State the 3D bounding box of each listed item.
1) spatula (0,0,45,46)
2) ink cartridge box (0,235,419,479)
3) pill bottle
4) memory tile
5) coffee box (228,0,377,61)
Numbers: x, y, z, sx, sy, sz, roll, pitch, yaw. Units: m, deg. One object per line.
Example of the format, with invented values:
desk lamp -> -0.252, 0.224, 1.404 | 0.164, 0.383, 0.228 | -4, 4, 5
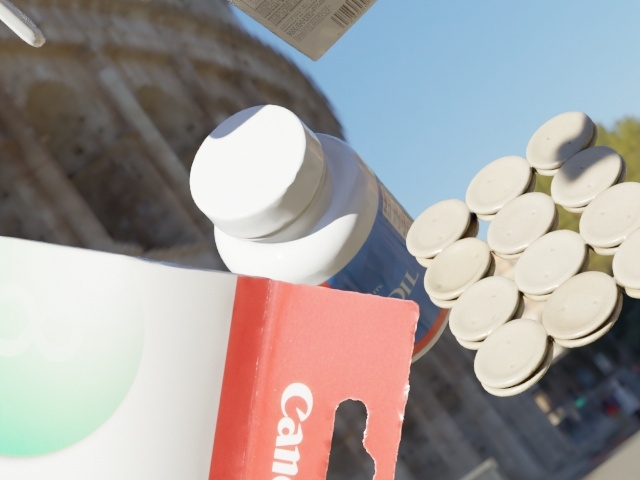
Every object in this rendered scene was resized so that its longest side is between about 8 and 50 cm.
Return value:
spatula -> -0.212, -0.181, 0.676 | 0.019, 0.242, 0.168 | -47, 28, 3
ink cartridge box -> -0.076, 0.101, 0.798 | 0.056, 0.225, 0.181 | 2, -84, -76
pill bottle -> 0.000, 0.000, 1.157 | 0.124, 0.124, 0.221 | -37, -42, 7
memory tile -> 0.101, 0.003, 0.741 | 0.113, 0.012, 0.148 | -37, 33, 8
coffee box -> -0.066, -0.255, 1.146 | 0.119, 0.168, 0.297 | -45, -20, 9
